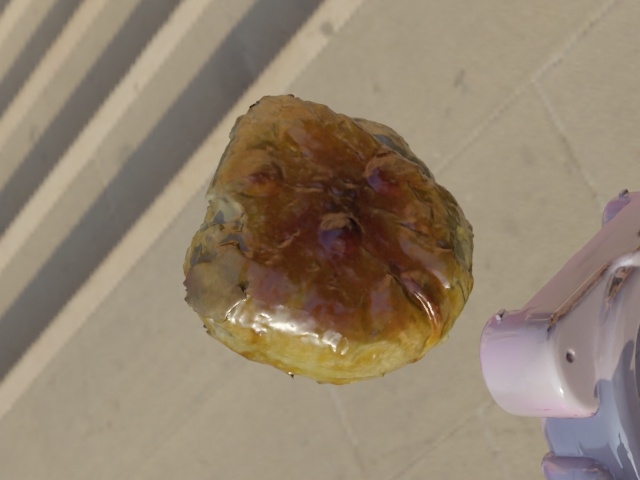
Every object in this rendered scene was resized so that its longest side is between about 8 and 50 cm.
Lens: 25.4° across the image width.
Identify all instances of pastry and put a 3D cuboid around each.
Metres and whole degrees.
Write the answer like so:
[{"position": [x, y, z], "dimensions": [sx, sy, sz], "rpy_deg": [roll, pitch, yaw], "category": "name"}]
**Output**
[{"position": [0.000, 0.000, 1.012], "dimensions": [0.218, 0.229, 0.100], "rpy_deg": [53, 155, 12], "category": "pastry"}]

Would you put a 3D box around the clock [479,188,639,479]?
[{"position": [0.313, 0.141, 1.307], "dimensions": [0.113, 0.295, 0.322], "rpy_deg": [-10, 114, 51], "category": "clock"}]
